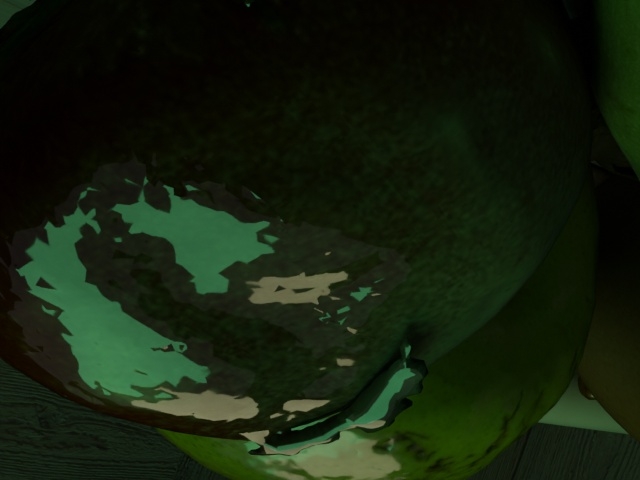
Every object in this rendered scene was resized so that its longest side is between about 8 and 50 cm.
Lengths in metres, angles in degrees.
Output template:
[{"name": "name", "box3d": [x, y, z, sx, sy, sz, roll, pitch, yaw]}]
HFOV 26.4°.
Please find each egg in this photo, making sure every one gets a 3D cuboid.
[{"name": "egg", "box3d": [0.317, 0.056, 1.045, 0.250, 0.250, 0.322, 21, -175, -44]}]

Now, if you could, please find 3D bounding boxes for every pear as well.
[{"name": "pear", "box3d": [0.000, 0.000, 0.984, 0.391, 0.391, 0.391, 20, 179, 0]}]

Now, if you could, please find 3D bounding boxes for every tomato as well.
[{"name": "tomato", "box3d": [-0.026, -0.046, 0.624, 0.239, 0.303, 0.303, 45, 169, -21]}]

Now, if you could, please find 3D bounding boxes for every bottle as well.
[{"name": "bottle", "box3d": [0.288, 0.148, 1.439, 0.245, 0.104, 0.104, 10, -177, -24]}]

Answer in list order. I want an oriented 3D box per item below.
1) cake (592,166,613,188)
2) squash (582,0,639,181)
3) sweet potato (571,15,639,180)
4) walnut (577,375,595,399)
[{"name": "cake", "box3d": [0.202, -0.010, 1.475, 0.293, 0.198, 0.196, 13, 173, -13]}, {"name": "squash", "box3d": [0.184, -0.075, 0.631, 0.118, 0.118, 0.370, 19, 176, 26]}, {"name": "sweet potato", "box3d": [0.160, -0.082, 0.821, 0.085, 0.112, 0.286, 62, -157, 12]}, {"name": "walnut", "box3d": [0.355, 0.083, 1.312, 0.244, 0.269, 0.222, 7, -171, 6]}]
